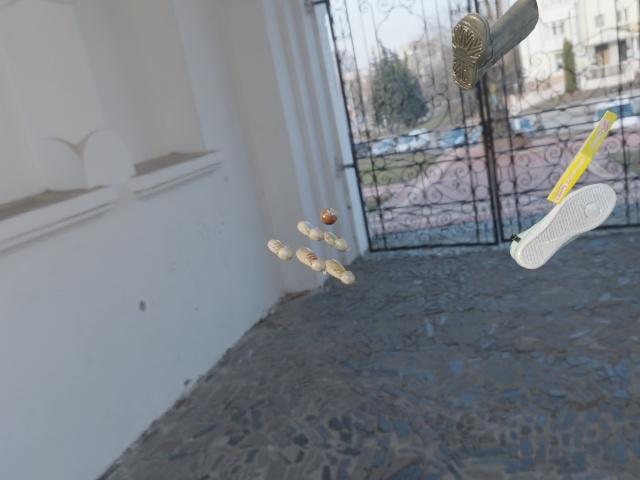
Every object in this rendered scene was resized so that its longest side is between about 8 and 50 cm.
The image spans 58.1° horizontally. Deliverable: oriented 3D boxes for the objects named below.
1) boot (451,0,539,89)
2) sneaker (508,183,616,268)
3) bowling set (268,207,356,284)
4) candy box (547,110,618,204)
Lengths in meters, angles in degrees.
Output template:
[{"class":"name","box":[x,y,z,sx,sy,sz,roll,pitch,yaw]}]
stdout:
[{"class":"boot","box":[0.342,-0.404,1.097,0.209,0.076,0.189,-38,-19,-11]},{"class":"sneaker","box":[0.540,-0.039,1.321,0.256,0.094,0.151,-39,0,6]},{"class":"bowling set","box":[0.000,0.000,1.759,0.287,0.199,0.154,18,8,-29]},{"class":"candy box","box":[0.472,-0.151,1.033,0.027,0.105,0.206,33,46,17]}]
